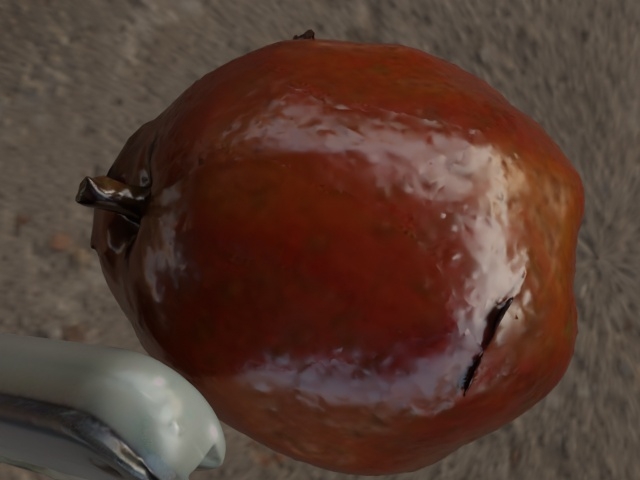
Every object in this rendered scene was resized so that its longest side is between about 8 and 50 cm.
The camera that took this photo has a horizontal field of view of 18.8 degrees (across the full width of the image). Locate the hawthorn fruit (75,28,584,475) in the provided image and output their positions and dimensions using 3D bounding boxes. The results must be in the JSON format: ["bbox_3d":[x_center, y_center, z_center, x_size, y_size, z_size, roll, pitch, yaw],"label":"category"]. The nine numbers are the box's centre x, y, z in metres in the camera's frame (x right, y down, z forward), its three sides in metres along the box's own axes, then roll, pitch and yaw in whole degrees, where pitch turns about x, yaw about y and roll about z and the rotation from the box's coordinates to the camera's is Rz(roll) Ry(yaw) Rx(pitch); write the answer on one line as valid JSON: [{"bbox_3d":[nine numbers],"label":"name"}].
[{"bbox_3d":[0.000,0.000,0.777,0.202,0.185,0.185,15,92,-17],"label":"hawthorn fruit"}]

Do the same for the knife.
[{"bbox_3d":[-0.133,0.067,0.763,0.073,0.265,0.041,52,60,-32],"label":"knife"}]
